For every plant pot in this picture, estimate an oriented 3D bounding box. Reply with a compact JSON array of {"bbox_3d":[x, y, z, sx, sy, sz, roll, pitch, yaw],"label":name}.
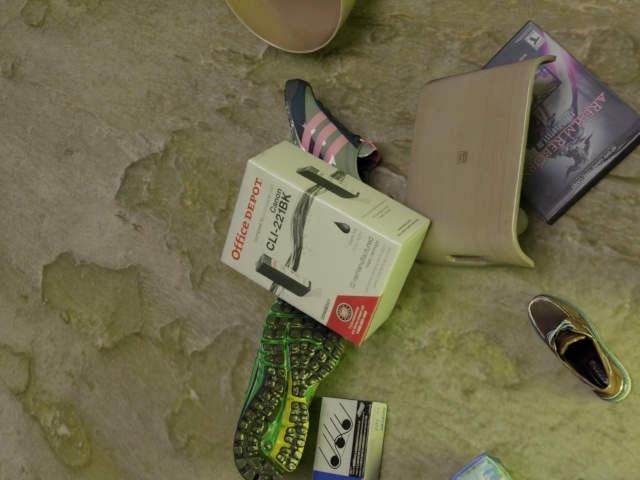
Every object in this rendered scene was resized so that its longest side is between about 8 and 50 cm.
[{"bbox_3d":[-0.030,-0.510,1.498,0.284,0.284,0.191,12,48,37],"label":"plant pot"}]

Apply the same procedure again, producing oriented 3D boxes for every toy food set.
[{"bbox_3d":[0.241,-0.114,1.249,0.219,0.092,0.306,0,80,52],"label":"toy food set"}]

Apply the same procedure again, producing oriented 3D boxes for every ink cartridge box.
[{"bbox_3d":[0.040,0.349,1.284,0.097,0.046,0.207,-1,75,37],"label":"ink cartridge box"},{"bbox_3d":[0.000,0.000,1.284,0.273,0.114,0.197,31,123,18],"label":"ink cartridge box"}]

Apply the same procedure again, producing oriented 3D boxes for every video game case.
[{"bbox_3d":[0.331,-0.184,1.263,0.196,0.026,0.274,-45,54,15],"label":"video game case"}]

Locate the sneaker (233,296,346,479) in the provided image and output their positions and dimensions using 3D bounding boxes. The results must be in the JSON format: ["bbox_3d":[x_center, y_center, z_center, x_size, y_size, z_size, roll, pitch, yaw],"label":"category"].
[{"bbox_3d":[-0.063,0.219,1.345,0.344,0.134,0.146,-67,7,-19],"label":"sneaker"}]

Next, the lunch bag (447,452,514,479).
[{"bbox_3d":[0.210,0.384,1.122,0.151,0.096,0.129,-40,56,7],"label":"lunch bag"}]

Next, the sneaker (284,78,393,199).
[{"bbox_3d":[0.031,-0.157,1.430,0.131,0.112,0.319,-22,67,10],"label":"sneaker"}]

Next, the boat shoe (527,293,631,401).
[{"bbox_3d":[0.342,0.135,1.126,0.066,0.066,0.183,-50,54,12],"label":"boat shoe"}]
